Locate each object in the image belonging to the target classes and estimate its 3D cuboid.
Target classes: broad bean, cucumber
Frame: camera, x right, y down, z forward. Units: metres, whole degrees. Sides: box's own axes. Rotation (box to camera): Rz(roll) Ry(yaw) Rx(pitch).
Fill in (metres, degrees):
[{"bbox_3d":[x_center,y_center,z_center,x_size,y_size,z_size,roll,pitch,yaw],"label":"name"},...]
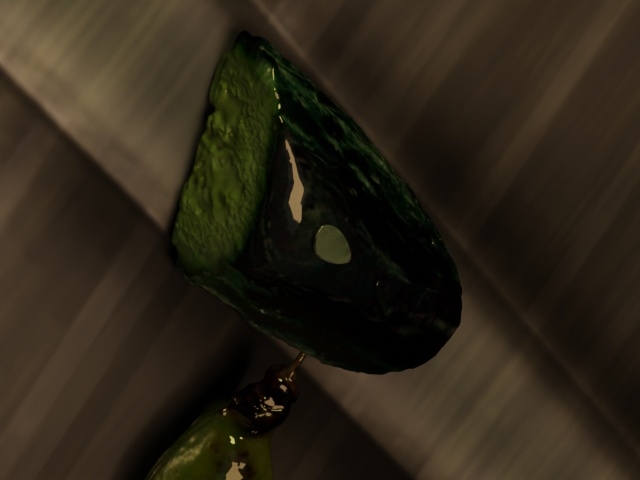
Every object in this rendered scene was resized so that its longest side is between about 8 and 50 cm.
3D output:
[{"bbox_3d":[-0.096,0.198,0.991,0.077,0.061,0.339,30,94,-29],"label":"broad bean"},{"bbox_3d":[0.000,0.000,0.948,0.115,0.086,0.193,-51,134,-2],"label":"cucumber"}]
